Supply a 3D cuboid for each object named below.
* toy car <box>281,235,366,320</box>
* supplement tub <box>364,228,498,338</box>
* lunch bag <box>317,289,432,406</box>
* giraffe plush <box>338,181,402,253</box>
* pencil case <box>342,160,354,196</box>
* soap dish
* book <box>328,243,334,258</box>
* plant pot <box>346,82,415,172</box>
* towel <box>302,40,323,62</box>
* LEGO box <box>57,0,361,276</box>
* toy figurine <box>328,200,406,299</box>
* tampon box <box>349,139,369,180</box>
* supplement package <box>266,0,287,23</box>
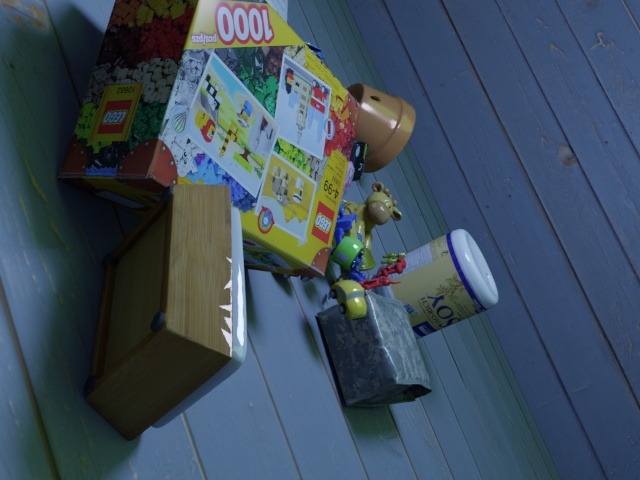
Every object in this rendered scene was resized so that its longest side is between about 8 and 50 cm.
[{"bbox_3d":[0.037,0.048,1.546,0.239,0.053,0.225,32,43,9],"label":"toy car"},{"bbox_3d":[0.307,0.137,1.962,0.241,0.331,0.241,51,23,-31],"label":"supplement tub"},{"bbox_3d":[0.147,0.264,1.642,0.287,0.169,0.235,21,45,-56],"label":"lunch bag"},{"bbox_3d":[0.147,-0.073,2.061,0.181,0.170,0.210,44,27,-43],"label":"giraffe plush"},{"bbox_3d":[0.022,-0.163,1.934,0.124,0.124,0.284,59,21,-12],"label":"pencil case"},{"bbox_3d":[-0.206,0.082,0.919,0.118,0.229,0.290,28,37,-32],"label":"soap dish"},{"bbox_3d":[0.000,0.000,1.812,0.096,0.035,0.144,65,18,-14],"label":"book"},{"bbox_3d":[0.157,-0.408,2.397,0.203,0.291,0.291,31,34,-29],"label":"plant pot"},{"bbox_3d":[-0.179,-0.402,1.273,0.336,0.243,0.040,25,79,-43],"label":"towel"},{"bbox_3d":[-0.151,-0.184,1.196,0.500,0.193,0.372,32,66,-56],"label":"LEGO box"},{"bbox_3d":[0.100,-0.007,1.772,0.362,0.191,0.217,-47,121,-73],"label":"toy figurine"},{"bbox_3d":[0.075,-0.253,2.138,0.161,0.101,0.120,-30,135,-71],"label":"tampon box"},{"bbox_3d":[-0.208,-0.666,1.899,0.175,0.178,0.293,49,23,-34],"label":"supplement package"}]
